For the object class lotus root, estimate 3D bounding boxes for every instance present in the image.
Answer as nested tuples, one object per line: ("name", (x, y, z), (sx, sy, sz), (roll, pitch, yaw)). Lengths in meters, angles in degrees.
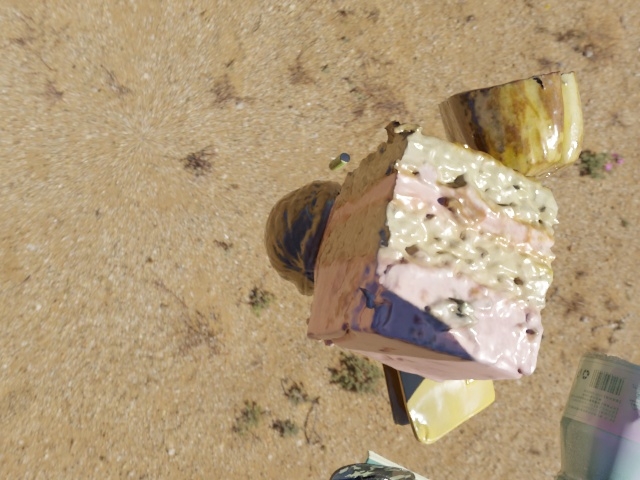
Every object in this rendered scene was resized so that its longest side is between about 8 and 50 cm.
("lotus root", (0.418, -0.226, 1.421), (0.316, 0.316, 0.250), (-17, 88, -11))

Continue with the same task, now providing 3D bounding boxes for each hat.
("hat", (0.070, 0.338, 0.912), (0.121, 0.050, 0.121), (-2, 127, -3))

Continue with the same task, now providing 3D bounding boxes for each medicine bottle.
("medicine bottle", (0.573, 0.384, 1.308), (0.245, 0.245, 0.290), (23, 83, -16))

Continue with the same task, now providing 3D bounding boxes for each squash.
("squash", (0.041, -0.185, 1.653), (0.027, 0.083, 0.027), (5, 76, -22))

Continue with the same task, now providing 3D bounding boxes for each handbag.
("handbag", (0.280, 0.260, 1.683), (0.283, 0.133, 0.401), (-20, 106, -20))

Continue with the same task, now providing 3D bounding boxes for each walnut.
("walnut", (0.000, 0.000, 1.335), (0.228, 0.228, 0.228), (-2, 99, -14))

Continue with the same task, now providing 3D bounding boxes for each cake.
("cake", (0.165, 0.041, 1.057), (0.314, 0.293, 0.307), (18, 70, -15))

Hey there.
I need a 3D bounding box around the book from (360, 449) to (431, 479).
("book", (0.175, 0.547, 1.206), (0.379, 0.031, 0.264), (29, 98, -15))
